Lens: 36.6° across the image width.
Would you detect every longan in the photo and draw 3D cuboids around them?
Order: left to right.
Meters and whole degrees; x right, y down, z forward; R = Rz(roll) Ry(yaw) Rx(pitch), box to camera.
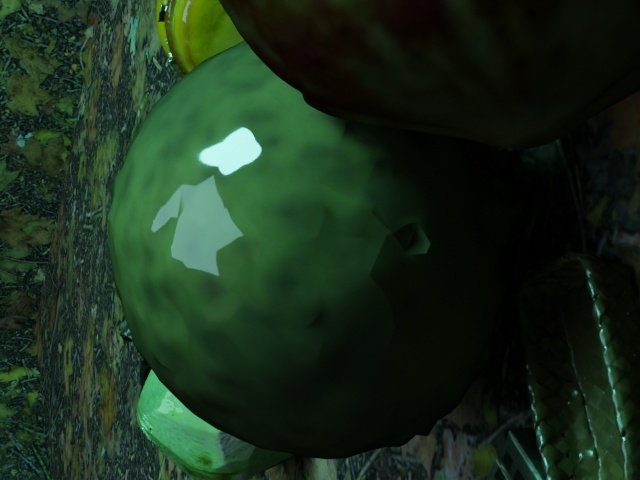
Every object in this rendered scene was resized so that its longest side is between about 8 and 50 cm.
[{"bbox_3d":[0.000,0.000,0.876,0.391,0.390,0.392,-177,90,-66],"label":"longan"}]

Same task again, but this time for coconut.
[{"bbox_3d":[-0.120,0.230,1.303,0.236,0.235,0.205,-60,2,45],"label":"coconut"}]

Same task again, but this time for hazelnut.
[{"bbox_3d":[0.115,-0.277,0.630,0.429,0.402,0.402,-14,69,23],"label":"hazelnut"}]

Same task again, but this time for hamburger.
[{"bbox_3d":[-0.105,-0.305,1.284,0.170,0.246,0.246,37,121,51],"label":"hamburger"}]

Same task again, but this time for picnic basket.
[{"bbox_3d":[0.211,0.108,0.756,0.110,0.054,0.194,138,129,-59],"label":"picnic basket"}]

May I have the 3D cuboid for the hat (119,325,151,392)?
[{"bbox_3d":[-0.166,0.132,1.512,0.366,0.257,0.382,-78,-30,-53],"label":"hat"}]

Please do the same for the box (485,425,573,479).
[{"bbox_3d":[0.162,0.342,0.844,0.180,0.047,0.325,-118,40,-49],"label":"box"}]
